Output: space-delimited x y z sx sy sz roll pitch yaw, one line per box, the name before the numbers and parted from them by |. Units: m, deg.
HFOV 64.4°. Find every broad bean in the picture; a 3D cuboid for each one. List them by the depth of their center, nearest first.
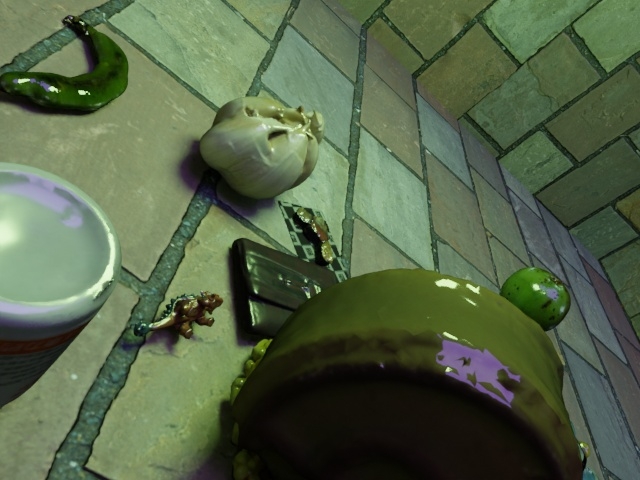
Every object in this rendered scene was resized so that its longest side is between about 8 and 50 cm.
broad bean | -0.390 -0.276 0.824 0.144 0.049 0.291 28 36 -23

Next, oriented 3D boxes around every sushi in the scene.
sushi | 0.000 0.000 1.041 0.139 0.031 0.200 10 50 -47

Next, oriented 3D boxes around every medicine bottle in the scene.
medicine bottle | -0.279 0.062 0.415 0.145 0.252 0.144 29 40 -28

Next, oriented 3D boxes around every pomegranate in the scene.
pomegranate | 0.560 0.180 1.382 0.182 0.224 0.181 18 39 -15

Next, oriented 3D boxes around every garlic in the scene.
garlic | -0.088 -0.170 0.954 0.281 0.203 0.184 2 74 -55

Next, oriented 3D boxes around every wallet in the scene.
wallet | -0.045 0.095 0.871 0.229 0.049 0.181 22 40 -39

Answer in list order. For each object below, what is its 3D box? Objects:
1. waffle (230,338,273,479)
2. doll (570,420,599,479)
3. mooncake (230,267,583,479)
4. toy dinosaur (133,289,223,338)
waffle | -0.005 0.279 0.722 0.282 0.058 0.300 21 42 -40
doll | 0.507 0.458 1.109 0.314 0.141 0.177 49 18 -11
mooncake | 0.101 0.237 0.633 0.395 0.392 0.246 9 29 10
toy dinosaur | -0.184 0.098 0.684 0.055 0.049 0.154 25 22 26
